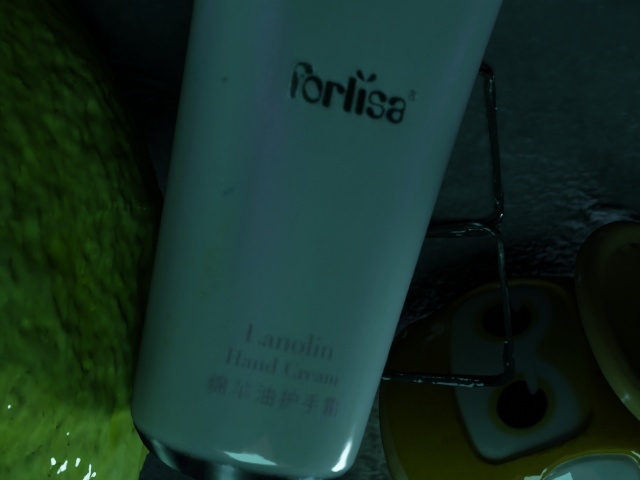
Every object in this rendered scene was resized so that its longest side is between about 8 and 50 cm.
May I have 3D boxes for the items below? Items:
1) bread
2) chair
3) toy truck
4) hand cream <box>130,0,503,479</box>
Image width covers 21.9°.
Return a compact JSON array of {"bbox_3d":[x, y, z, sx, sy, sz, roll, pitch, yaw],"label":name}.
[{"bbox_3d":[-0.268,0.011,0.859,0.308,0.348,0.348,-7,138,22],"label":"bread"},{"bbox_3d":[0.000,0.000,0.984,0.221,0.140,0.145,-4,136,8],"label":"chair"},{"bbox_3d":[0.186,0.126,1.075,0.288,0.204,0.211,19,131,-24],"label":"toy truck"},{"bbox_3d":[-0.002,-0.053,0.840,0.185,0.118,0.359,12,95,-11],"label":"hand cream"}]
